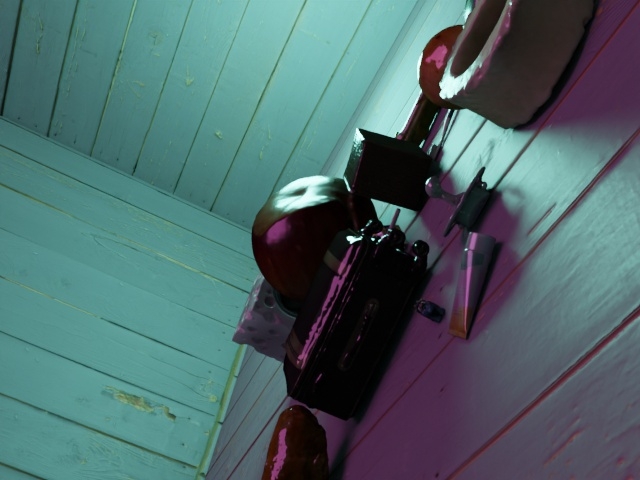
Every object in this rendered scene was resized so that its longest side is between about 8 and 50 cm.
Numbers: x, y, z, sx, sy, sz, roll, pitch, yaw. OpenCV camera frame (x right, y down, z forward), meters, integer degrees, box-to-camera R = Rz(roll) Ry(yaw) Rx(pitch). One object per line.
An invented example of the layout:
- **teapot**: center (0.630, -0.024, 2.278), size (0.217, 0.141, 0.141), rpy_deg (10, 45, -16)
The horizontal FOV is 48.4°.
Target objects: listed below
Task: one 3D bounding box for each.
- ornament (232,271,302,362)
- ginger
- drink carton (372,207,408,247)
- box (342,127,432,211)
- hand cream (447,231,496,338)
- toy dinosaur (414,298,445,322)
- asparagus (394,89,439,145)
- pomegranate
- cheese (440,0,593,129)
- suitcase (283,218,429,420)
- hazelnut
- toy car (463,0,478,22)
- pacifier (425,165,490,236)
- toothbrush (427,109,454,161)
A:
- **ornament**: center (-0.103, 0.214, 2.206), size (0.240, 0.239, 0.239), rpy_deg (-55, 14, 52)
- **ginger**: center (-0.061, 0.512, 1.464), size (0.321, 0.172, 0.165), rpy_deg (-65, -29, -5)
- **drink carton**: center (0.158, 0.011, 1.737), size (0.200, 0.084, 0.075), rpy_deg (-57, 44, 44)
- **box**: center (0.168, -0.186, 1.823), size (0.273, 0.184, 0.143), rpy_deg (-95, 21, -75)
- **hand cream**: center (0.249, 0.075, 1.183), size (0.076, 0.047, 0.174), rpy_deg (178, 107, -79)
- **toy dinosaur**: center (0.197, 0.126, 1.306), size (0.031, 0.047, 0.083), rpy_deg (-64, 7, -3)
- **asparagus**: center (0.269, -0.315, 2.004), size (0.085, 0.082, 0.343), rpy_deg (31, 99, 45)
- **pomegranate**: center (0.307, -0.379, 1.576), size (0.191, 0.191, 0.191), rpy_deg (-62, 9, 18)
- **cheese**: center (0.372, -0.387, 1.340), size (0.292, 0.153, 0.332), rpy_deg (-146, 79, -81)
- **suitcase**: center (0.061, 0.164, 1.551), size (0.283, 0.194, 0.434), rpy_deg (-131, 65, -81)
- **hazelnut**: center (0.000, 0.000, 1.966), size (0.409, 0.359, 0.359), rpy_deg (-82, 19, -56)
- **toy car**: center (0.443, -0.691, 1.835), size (0.306, 0.125, 0.136), rpy_deg (-64, 9, -1)
- **pacifier**: center (0.254, -0.084, 1.346), size (0.127, 0.116, 0.150), rpy_deg (-23, -39, -63)
- **toothbrush**: center (0.334, -0.333, 1.820), size (0.288, 0.026, 0.024), rpy_deg (-66, 16, -8)
